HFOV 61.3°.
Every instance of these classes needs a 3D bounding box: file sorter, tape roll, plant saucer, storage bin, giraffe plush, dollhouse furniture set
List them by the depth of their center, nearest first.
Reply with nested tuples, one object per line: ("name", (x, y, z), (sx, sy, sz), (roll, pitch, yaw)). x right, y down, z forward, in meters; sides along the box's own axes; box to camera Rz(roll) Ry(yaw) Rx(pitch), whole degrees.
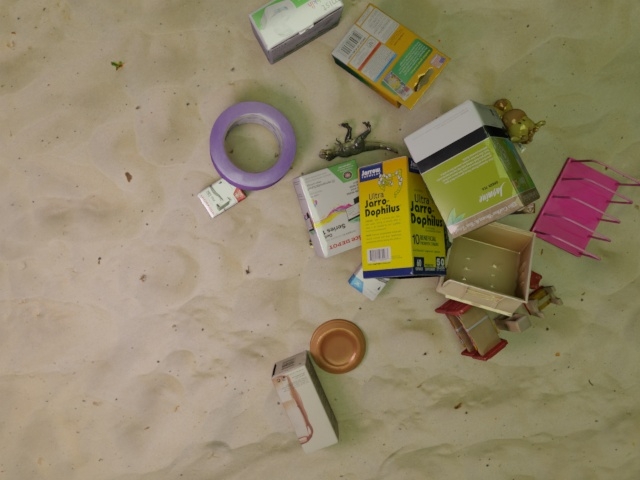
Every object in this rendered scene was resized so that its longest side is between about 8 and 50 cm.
("tape roll", (-0.219, -0.303, 1.745), (0.274, 0.090, 0.275), (1, 87, -10))
("storage bin", (0.536, 0.076, 1.755), (0.260, 0.123, 0.262), (16, 60, 7))
("giraffe plush", (0.624, -0.364, 1.758), (0.210, 0.170, 0.181), (32, 95, -6))
("file sorter", (0.884, -0.104, 1.795), (0.202, 0.182, 0.291), (25, 96, -5))
("dollhouse furniture set", (0.616, 0.227, 1.866), (0.374, 0.152, 0.201), (-32, 97, -15))
("plant saucer", (0.062, 0.377, 1.897), (0.199, 0.037, 0.200), (0, 97, -3))

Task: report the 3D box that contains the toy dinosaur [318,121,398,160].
("toy dinosaur", (0.121, -0.334, 1.801), (0.268, 0.064, 0.118), (-7, 104, -3))

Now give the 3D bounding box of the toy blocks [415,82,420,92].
("toy blocks", (0.256, -0.554, 1.779), (0.148, 0.054, 0.123), (7, 98, -3))

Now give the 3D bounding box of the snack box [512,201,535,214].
("snack box", (0.650, -0.121, 1.864), (0.178, 0.022, 0.064), (-4, 96, -1))

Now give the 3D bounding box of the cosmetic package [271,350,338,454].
("cosmetic package", (-0.051, 0.554, 1.859), (0.129, 0.153, 0.296), (-23, 96, 2))

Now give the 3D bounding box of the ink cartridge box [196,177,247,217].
("ink cartridge box", (-0.329, -0.150, 1.806), (0.135, 0.056, 0.099), (-33, 98, 2))

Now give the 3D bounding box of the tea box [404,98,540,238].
("tea box", (0.454, -0.208, 1.586), (0.220, 0.329, 0.324), (-27, 85, 30))

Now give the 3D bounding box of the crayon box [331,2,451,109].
("crayon box", (0.223, -0.571, 1.717), (0.323, 0.083, 0.203), (40, 94, 12))

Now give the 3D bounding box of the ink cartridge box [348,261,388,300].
("ink cartridge box", (0.189, 0.103, 1.855), (0.104, 0.060, 0.180), (35, 95, -5))

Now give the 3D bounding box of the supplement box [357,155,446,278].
("supplement box", (0.256, -0.060, 1.697), (0.194, 0.195, 0.357), (4, 81, -46))

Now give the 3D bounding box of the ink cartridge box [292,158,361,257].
("ink cartridge box", (0.050, -0.103, 1.777), (0.201, 0.117, 0.278), (-19, 98, -13))

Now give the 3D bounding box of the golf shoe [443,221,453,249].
("golf shoe", (0.415, -0.104, 1.783), (0.120, 0.105, 0.273), (-3, 73, -13))

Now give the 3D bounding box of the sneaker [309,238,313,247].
("sneaker", (0.000, 0.000, 1.850), (0.083, 0.031, 0.035), (-20, 97, 0))

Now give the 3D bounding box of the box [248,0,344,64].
("box", (-0.074, -0.675, 1.663), (0.261, 0.231, 0.127), (-30, 98, 2))
